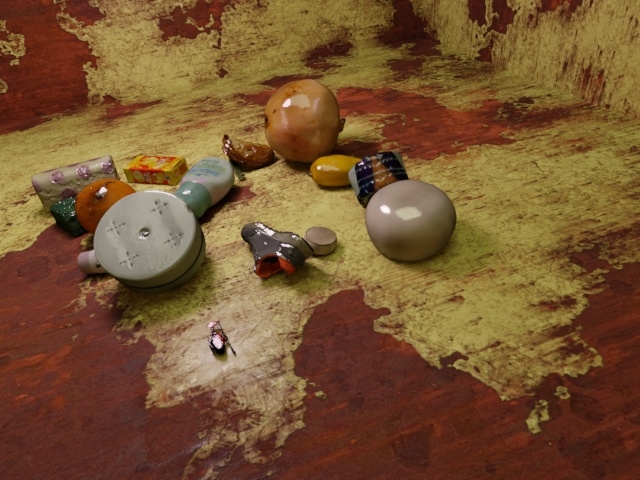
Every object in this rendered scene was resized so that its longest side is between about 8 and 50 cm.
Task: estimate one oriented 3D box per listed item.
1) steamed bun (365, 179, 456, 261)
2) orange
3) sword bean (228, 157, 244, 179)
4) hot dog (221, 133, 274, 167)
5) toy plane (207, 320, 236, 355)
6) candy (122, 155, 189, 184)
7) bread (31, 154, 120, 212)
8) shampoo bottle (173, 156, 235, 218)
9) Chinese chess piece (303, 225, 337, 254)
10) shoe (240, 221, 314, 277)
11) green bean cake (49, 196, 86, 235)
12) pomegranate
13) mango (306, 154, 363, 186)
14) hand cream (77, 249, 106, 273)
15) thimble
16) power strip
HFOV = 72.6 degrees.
[{"bbox_3d":[0.313,-0.088,1.529,0.324,0.206,0.324,-5,39,4],"label":"steamed bun"},{"bbox_3d":[-0.847,-0.130,1.751,0.246,0.246,0.246,-5,38,4],"label":"orange"},{"bbox_3d":[-0.416,-0.365,2.145,0.043,0.038,0.269,-37,40,3],"label":"sword bean"},{"bbox_3d":[-0.362,-0.432,2.149,0.259,0.114,0.175,11,23,-26],"label":"hot dog"},{"bbox_3d":[-0.302,0.288,1.282,0.060,0.037,0.145,-20,40,-22],"label":"toy plane"},{"bbox_3d":[-0.809,-0.348,2.145,0.276,0.088,0.146,5,40,14],"label":"candy"},{"bbox_3d":[-1.107,-0.261,2.000,0.338,0.187,0.155,-17,31,-13],"label":"bread"},{"bbox_3d":[-0.515,-0.220,1.881,0.222,0.151,0.349,9,39,11],"label":"shampoo bottle"},{"bbox_3d":[0.000,0.000,1.577,0.122,0.051,0.122,4,36,-3],"label":"Chinese chess piece"},{"bbox_3d":[-0.184,0.049,1.516,0.336,0.132,0.171,14,64,42],"label":"shoe"},{"bbox_3d":[-1.037,-0.127,1.884,0.208,0.107,0.193,21,46,33],"label":"green bean cake"},{"bbox_3d":[-0.067,-0.560,2.058,0.411,0.411,0.411,-5,38,4],"label":"pomegranate"},{"bbox_3d":[0.090,-0.312,1.937,0.317,0.119,0.176,-4,34,-10],"label":"mango"},{"bbox_3d":[-0.748,0.068,1.596,0.248,0.133,0.083,-11,-1,2],"label":"hand cream"},{"bbox_3d":[0.225,-0.242,1.720,0.237,0.237,0.150,-16,80,-11],"label":"thimble"},{"bbox_3d":[-0.585,0.011,1.489,0.357,0.161,0.357,0,65,0],"label":"power strip"}]
